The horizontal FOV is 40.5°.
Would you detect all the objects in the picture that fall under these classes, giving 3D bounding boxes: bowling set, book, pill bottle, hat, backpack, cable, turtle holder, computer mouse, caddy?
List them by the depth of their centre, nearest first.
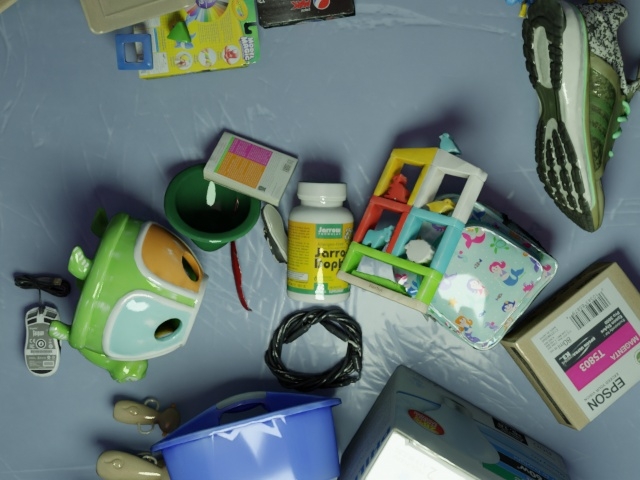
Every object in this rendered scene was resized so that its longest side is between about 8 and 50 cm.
[{"bbox_3d":[0.248,0.044,1.493,0.253,0.191,0.225,39,100,5],"label":"backpack"},{"bbox_3d":[-0.120,0.355,1.515,0.342,0.241,0.179,-13,77,-7],"label":"caddy"},{"bbox_3d":[-0.336,0.120,1.529,0.228,0.243,0.320,19,95,-9],"label":"turtle holder"},{"bbox_3d":[0.000,0.000,1.539,0.118,0.117,0.208,3,97,5],"label":"pill bottle"},{"bbox_3d":[-0.124,-0.131,1.560,0.144,0.035,0.096,22,65,3],"label":"book"},{"bbox_3d":[-0.015,0.202,1.602,0.185,0.047,0.150,-4,96,7],"label":"cable"},{"bbox_3d":[-0.201,-0.009,1.605,0.173,0.183,0.208,4,54,-6],"label":"hat"},{"bbox_3d":[-0.337,0.456,1.627,0.154,0.199,0.286,12,56,0],"label":"bowling set"},{"bbox_3d":[-0.528,0.162,1.654,0.106,0.042,0.192,1,91,1],"label":"computer mouse"}]

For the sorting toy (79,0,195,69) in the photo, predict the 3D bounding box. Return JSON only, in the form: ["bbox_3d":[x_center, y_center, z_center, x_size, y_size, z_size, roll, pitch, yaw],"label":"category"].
[{"bbox_3d":[-0.327,-0.468,1.492,0.196,0.047,0.347,-14,104,9],"label":"sorting toy"}]

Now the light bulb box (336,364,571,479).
[{"bbox_3d":[0.223,0.427,1.447,0.358,0.361,0.225,29,99,1],"label":"light bulb box"}]

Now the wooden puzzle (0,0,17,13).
[{"bbox_3d":[-0.543,-0.617,1.544,0.348,0.080,0.322,-33,92,13],"label":"wooden puzzle"}]

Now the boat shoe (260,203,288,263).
[{"bbox_3d":[-0.083,-0.009,1.569,0.038,0.046,0.125,-7,127,31],"label":"boat shoe"}]

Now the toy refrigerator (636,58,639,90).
[{"bbox_3d":[0.594,-0.381,1.440,0.094,0.102,0.269,9,98,5],"label":"toy refrigerator"}]

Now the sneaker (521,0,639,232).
[{"bbox_3d":[0.462,-0.209,1.439,0.182,0.158,0.410,-15,112,-9],"label":"sneaker"}]

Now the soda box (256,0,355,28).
[{"bbox_3d":[-0.025,-0.413,1.523,0.169,0.053,0.060,-6,97,7],"label":"soda box"}]

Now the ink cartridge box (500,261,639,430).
[{"bbox_3d":[0.462,0.179,1.502,0.235,0.088,0.193,-38,92,-7],"label":"ink cartridge box"}]

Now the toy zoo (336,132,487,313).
[{"bbox_3d":[0.157,-0.042,1.443,0.192,0.030,0.293,19,83,45],"label":"toy zoo"}]

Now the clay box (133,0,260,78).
[{"bbox_3d":[-0.218,-0.364,1.549,0.222,0.053,0.127,-5,96,6],"label":"clay box"}]

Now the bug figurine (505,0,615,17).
[{"bbox_3d":[0.422,-0.495,1.458,0.216,0.072,0.278,15,96,2],"label":"bug figurine"}]
